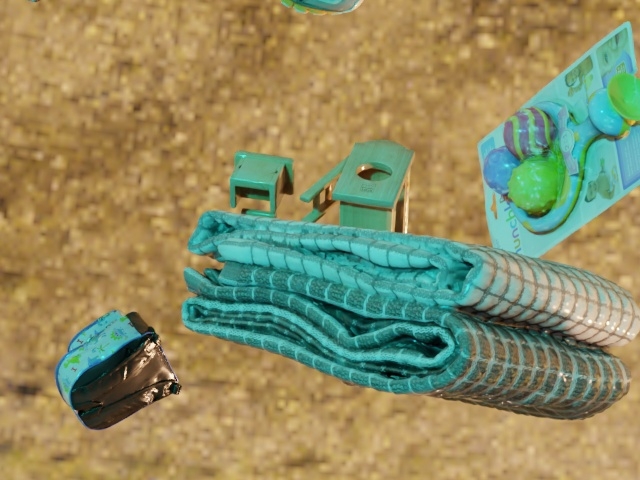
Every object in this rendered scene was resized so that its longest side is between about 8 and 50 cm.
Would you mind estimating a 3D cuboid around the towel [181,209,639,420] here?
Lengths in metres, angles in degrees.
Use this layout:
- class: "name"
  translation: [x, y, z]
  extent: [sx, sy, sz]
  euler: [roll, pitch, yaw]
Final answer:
- class: "towel"
  translation: [0.061, 0.059, 1.308]
  extent: [0.283, 0.121, 0.235]
  euler: [8, 177, 41]

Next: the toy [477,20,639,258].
- class: "toy"
  translation: [0.185, -0.072, 1.481]
  extent: [0.056, 0.137, 0.237]
  euler: [7, 155, -29]

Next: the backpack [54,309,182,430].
- class: "backpack"
  translation: [-0.223, 0.139, 1.873]
  extent: [0.114, 0.084, 0.105]
  euler: [-33, 132, -15]

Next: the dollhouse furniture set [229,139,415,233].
- class: "dollhouse furniture set"
  translation: [0.000, 0.000, 1.667]
  extent: [0.161, 0.101, 0.182]
  euler: [9, 126, 11]

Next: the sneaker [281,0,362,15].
- class: "sneaker"
  translation: [-0.039, -0.329, 1.959]
  extent: [0.215, 0.084, 0.083]
  euler: [36, 133, 6]
